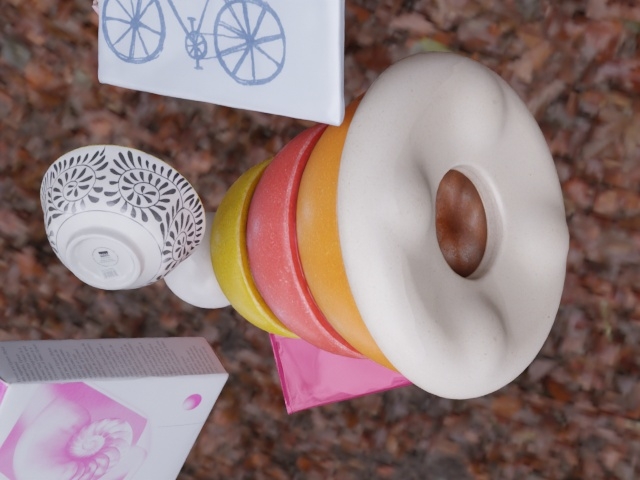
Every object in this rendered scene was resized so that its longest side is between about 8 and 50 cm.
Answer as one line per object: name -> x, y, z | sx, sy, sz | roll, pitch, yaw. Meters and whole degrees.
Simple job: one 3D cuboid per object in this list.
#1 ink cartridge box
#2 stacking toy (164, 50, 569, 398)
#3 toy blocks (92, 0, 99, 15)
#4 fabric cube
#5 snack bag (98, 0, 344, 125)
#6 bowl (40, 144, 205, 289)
ink cartridge box -> -0.289, 0.234, 1.128 | 0.330, 0.071, 0.324 | 2, 126, -41
stacking toy -> 0.000, 0.000, 1.323 | 0.480, 0.350, 0.350 | -7, 137, 44
toy blocks -> -0.211, -0.445, 1.872 | 0.288, 0.309, 0.260 | 37, 158, 58
fabric cube -> 0.040, 0.054, 1.649 | 0.258, 0.254, 0.259 | -14, 112, -4
snack bag -> -0.103, -0.296, 1.128 | 0.323, 0.037, 0.342 | 14, 112, 34
bowl -> -0.205, -0.004, 1.164 | 0.170, 0.080, 0.170 | 6, 133, 6
